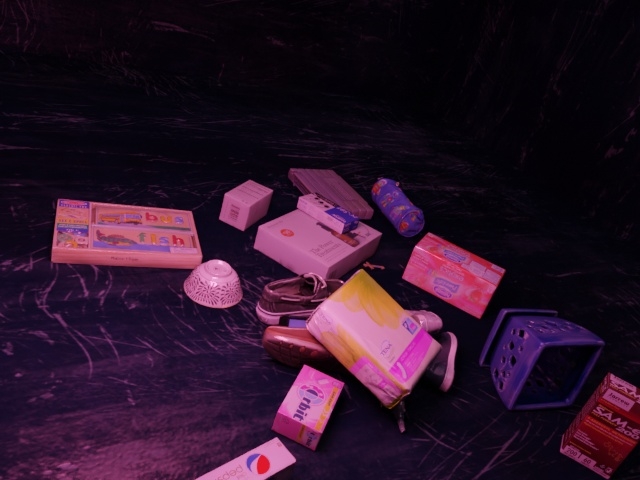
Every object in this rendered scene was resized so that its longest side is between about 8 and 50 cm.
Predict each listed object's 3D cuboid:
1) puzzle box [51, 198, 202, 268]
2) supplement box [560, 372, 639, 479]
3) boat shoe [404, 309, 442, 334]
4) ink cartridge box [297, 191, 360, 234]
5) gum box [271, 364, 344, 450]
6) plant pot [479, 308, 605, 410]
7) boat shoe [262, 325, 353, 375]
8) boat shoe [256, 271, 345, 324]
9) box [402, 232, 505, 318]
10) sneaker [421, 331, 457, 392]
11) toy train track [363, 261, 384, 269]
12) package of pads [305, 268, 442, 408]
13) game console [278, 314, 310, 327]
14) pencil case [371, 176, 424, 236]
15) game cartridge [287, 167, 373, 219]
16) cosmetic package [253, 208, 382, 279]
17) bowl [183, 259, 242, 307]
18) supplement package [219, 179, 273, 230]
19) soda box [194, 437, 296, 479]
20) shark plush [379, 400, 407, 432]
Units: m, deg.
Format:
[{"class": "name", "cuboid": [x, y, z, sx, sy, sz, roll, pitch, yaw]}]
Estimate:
[{"class": "puzzle box", "cuboid": [-0.574, -0.020, 1.715, 0.409, 0.052, 0.272, 4, 31, -24]}, {"class": "supplement box", "cuboid": [0.712, 0.460, 1.416, 0.130, 0.239, 0.073, 27, 30, 17]}, {"class": "boat shoe", "cuboid": [0.286, 0.239, 1.638, 0.081, 0.079, 0.227, -1, -4, -9]}, {"class": "ink cartridge box", "cuboid": [0.027, -0.098, 2.004, 0.207, 0.046, 0.097, 33, 32, 27]}, {"class": "gum box", "cuboid": [-0.024, 0.378, 1.324, 0.107, 0.062, 0.188, 23, 29, 8]}, {"class": "plant pot", "cuboid": [0.604, 0.320, 1.620, 0.236, 0.236, 0.212, 4, 26, -23]}, {"class": "boat shoe", "cuboid": [0.004, 0.261, 1.465, 0.324, 0.123, 0.116, 17, 49, -22]}, {"class": "boat shoe", "cuboid": [-0.029, 0.154, 1.651, 0.335, 0.119, 0.121, -12, 41, -43]}, {"class": "box", "cuboid": [0.457, 0.117, 1.969, 0.300, 0.142, 0.154, 27, 30, 17]}, {"class": "sneaker", "cuboid": [0.293, 0.307, 1.605, 0.163, 0.086, 0.226, 22, 29, 4]}, {"class": "toy train track", "cuboid": [0.185, 0.093, 1.991, 0.083, 0.014, 0.048, 8, 23, -29]}, {"class": "package of pads", "cuboid": [0.132, 0.238, 1.410, 0.296, 0.101, 0.229, 44, 38, 9]}, {"class": "game console", "cuboid": [-0.049, 0.259, 1.513, 0.122, 0.107, 0.071, 9, 2, -18]}, {"class": "pencil case", "cuboid": [0.316, -0.143, 2.356, 0.119, 0.133, 0.306, 39, 13, -38]}, {"class": "game cartridge", "cuboid": [0.039, -0.191, 2.358, 0.230, 0.068, 0.355, 2, 32, -34]}, {"class": "cosmetic package", "cuboid": [0.000, 0.000, 1.966, 0.284, 0.097, 0.377, 28, 30, 22]}, {"class": "bowl", "cuboid": [-0.296, 0.108, 1.622, 0.170, 0.080, 0.170, 13, 30, -8]}, {"class": "supplement package", "cuboid": [-0.261, -0.127, 2.022, 0.105, 0.105, 0.179, 25, 29, 13]}, {"class": "soda box", "cuboid": [-0.152, 0.463, 1.091, 0.216, 0.074, 0.069, -13, 41, -44]}, {"class": "shark plush", "cuboid": [0.172, 0.408, 1.428, 0.067, 0.073, 0.161, -13, 59, -14]}]
